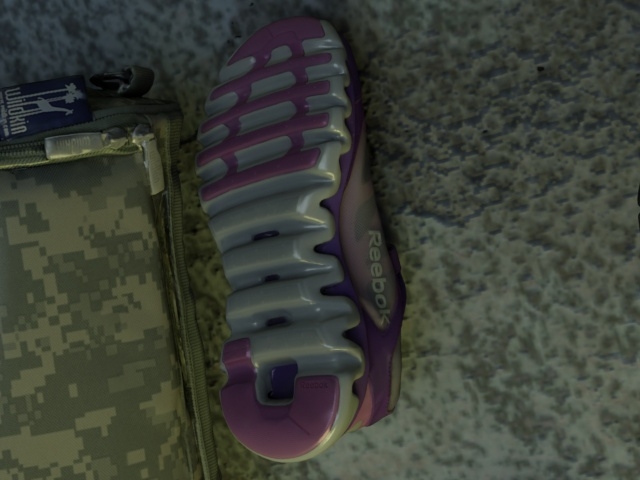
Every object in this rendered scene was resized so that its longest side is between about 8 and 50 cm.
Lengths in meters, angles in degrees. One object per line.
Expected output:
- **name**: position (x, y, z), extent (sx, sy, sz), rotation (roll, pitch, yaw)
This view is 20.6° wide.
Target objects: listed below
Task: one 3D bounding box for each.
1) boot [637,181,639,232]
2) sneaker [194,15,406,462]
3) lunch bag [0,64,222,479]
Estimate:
- **boot**: position (0.284, 0.090, 0.796), extent (0.223, 0.118, 0.338), rotation (-7, 108, 45)
- **sneaker**: position (0.000, 0.000, 0.946), extent (0.095, 0.104, 0.236), rotation (-9, 79, 35)
- **lunch bag**: position (-0.182, 0.063, 0.974), extent (0.256, 0.212, 0.305), rotation (-4, 102, 15)
